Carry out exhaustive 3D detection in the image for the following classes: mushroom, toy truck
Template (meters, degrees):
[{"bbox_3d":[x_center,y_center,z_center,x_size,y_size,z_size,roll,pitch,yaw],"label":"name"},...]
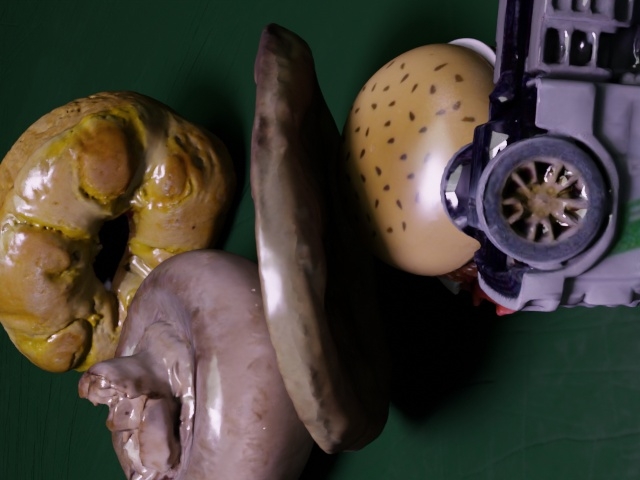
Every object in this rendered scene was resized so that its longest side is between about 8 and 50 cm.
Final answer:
[{"bbox_3d":[-0.100,0.120,0.939,0.226,0.178,0.227,-179,90,-65],"label":"mushroom"},{"bbox_3d":[0.156,-0.147,0.565,0.146,0.175,0.368,-95,11,-85],"label":"toy truck"}]

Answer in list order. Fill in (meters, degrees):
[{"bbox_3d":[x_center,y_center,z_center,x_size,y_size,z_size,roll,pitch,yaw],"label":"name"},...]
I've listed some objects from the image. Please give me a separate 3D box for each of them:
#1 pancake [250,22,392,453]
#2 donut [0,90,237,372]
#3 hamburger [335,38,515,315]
[{"bbox_3d":[0.000,0.000,0.788,0.294,0.049,0.295,-13,-90,-83],"label":"pancake"},{"bbox_3d":[-0.199,-0.009,1.079,0.128,0.208,0.262,45,117,50],"label":"donut"},{"bbox_3d":[0.086,-0.047,0.720,0.175,0.136,0.175,-18,68,53],"label":"hamburger"}]
